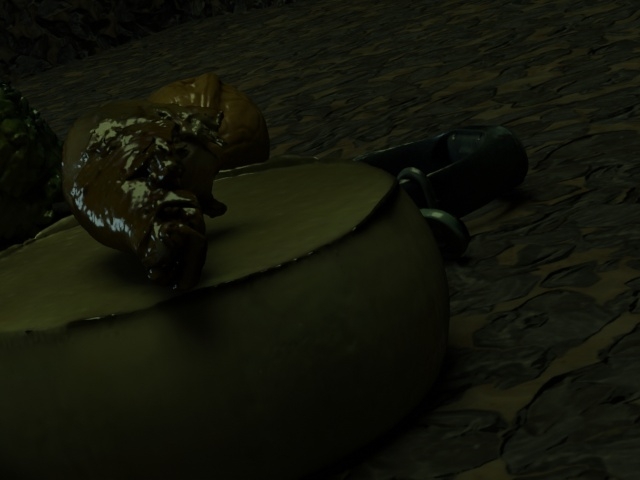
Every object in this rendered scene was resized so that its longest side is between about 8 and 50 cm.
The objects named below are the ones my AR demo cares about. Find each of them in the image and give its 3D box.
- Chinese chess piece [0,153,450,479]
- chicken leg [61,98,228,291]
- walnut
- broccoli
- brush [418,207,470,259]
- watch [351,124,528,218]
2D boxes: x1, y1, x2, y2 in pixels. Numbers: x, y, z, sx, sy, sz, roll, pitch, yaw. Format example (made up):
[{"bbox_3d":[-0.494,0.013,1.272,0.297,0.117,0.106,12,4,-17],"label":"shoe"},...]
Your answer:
[{"bbox_3d":[-0.082,0.053,0.869,0.338,0.140,0.338,-14,17,4],"label":"Chinese chess piece"},{"bbox_3d":[-0.095,-0.027,0.776,0.101,0.085,0.207,-8,23,-18],"label":"chicken leg"},{"bbox_3d":[-0.136,-0.112,1.483,0.159,0.159,0.206,-16,10,-1],"label":"walnut"},{"bbox_3d":[-0.482,-0.085,1.630,0.280,0.348,0.293,-56,-11,-20],"label":"broccoli"},{"bbox_3d":[0.000,0.000,1.139,0.297,0.068,0.060,3,44,45],"label":"brush"},{"bbox_3d":[0.087,-0.052,1.213,0.193,0.068,0.206,-22,13,-9],"label":"watch"}]
